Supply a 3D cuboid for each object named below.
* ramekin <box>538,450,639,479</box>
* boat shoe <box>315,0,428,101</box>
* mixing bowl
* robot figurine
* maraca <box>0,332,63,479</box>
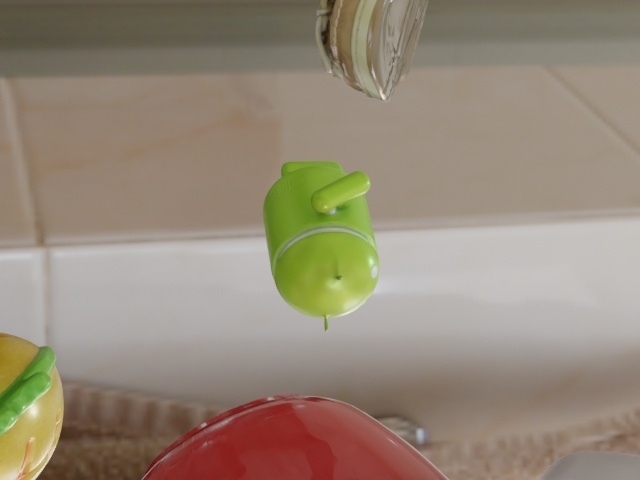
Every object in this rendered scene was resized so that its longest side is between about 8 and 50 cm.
[{"bbox_3d":[0.153,0.187,0.579,0.109,0.207,0.207,-55,-179,-22],"label":"ramekin"},{"bbox_3d":[0.015,-0.092,0.605,0.153,0.048,0.056,-53,159,-77],"label":"boat shoe"},{"bbox_3d":[-0.021,0.132,0.651,0.098,0.181,0.181,60,-25,24],"label":"mixing bowl"},{"bbox_3d":[0.000,0.000,0.912,0.115,0.067,0.101,-101,-163,-47],"label":"robot figurine"},{"bbox_3d":[-0.198,0.105,0.825,0.099,0.127,0.185,47,-10,-10],"label":"maraca"}]
